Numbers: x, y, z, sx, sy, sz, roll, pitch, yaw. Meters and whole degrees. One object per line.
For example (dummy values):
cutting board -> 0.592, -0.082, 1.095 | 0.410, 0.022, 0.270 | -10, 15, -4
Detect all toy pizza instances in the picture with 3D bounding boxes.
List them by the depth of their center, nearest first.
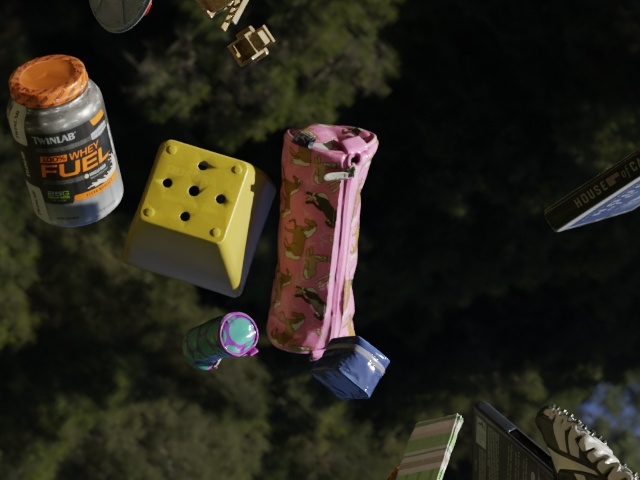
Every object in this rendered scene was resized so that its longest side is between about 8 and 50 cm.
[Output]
toy pizza -> -0.300, -0.422, 2.197 | 0.201, 0.032, 0.201 | -5, -97, 49

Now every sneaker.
sneaker -> 0.298, 0.275, 1.633 | 0.106, 0.078, 0.234 | -50, -148, 3

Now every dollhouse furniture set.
dollhouse furniture set -> -0.090, -0.405, 2.356 | 0.182, 0.161, 0.101 | -25, -167, 41

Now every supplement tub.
supplement tub -> -0.312, -0.121, 1.712 | 0.117, 0.190, 0.117 | -5, -141, 4

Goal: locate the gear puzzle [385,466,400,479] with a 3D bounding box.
gear puzzle -> 0.152, 0.524, 2.662 | 0.044, 0.339, 0.175 | 7, -117, 18

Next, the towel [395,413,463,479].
towel -> 0.193, 0.384, 2.531 | 0.113, 0.023, 0.152 | -20, -145, 43

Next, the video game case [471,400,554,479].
video game case -> 0.289, 0.360, 1.861 | 0.026, 0.196, 0.274 | -19, -145, -26

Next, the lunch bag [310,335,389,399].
lunch bag -> 0.039, 0.161, 1.820 | 0.065, 0.067, 0.098 | -55, -160, -22

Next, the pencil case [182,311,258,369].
pencil case -> -0.146, 0.148, 2.059 | 0.064, 0.070, 0.152 | -33, -177, -28

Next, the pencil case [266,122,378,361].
pencil case -> 0.000, 0.000, 2.356 | 0.167, 0.160, 0.386 | -42, 141, -68

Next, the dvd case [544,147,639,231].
dvd case -> 0.354, -0.076, 1.487 | 0.179, 0.029, 0.239 | -36, 168, 30

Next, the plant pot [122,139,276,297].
plant pot -> -0.203, -0.053, 2.315 | 0.187, 0.212, 0.212 | 95, 13, -75
